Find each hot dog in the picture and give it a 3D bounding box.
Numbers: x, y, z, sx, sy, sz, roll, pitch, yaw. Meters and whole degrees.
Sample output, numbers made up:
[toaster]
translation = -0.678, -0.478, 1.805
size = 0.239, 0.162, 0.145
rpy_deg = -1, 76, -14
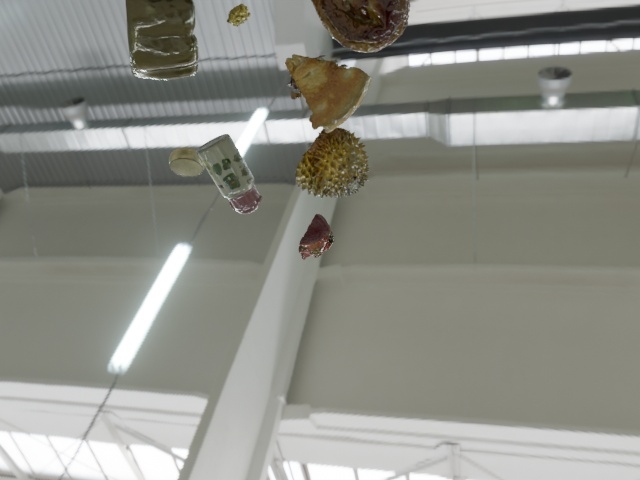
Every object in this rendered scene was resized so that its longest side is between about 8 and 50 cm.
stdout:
[hot dog]
translation = 0.111, -0.704, 1.720
size = 0.267, 0.174, 0.388
rpy_deg = -24, -115, 26

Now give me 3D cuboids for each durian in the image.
[durian]
translation = 0.041, -0.167, 1.542
size = 0.183, 0.250, 0.138
rpy_deg = -45, -104, -4

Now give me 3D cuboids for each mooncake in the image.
[mooncake]
translation = -0.468, -0.664, 1.833
size = 0.200, 0.378, 0.378
rpy_deg = -4, -144, -16

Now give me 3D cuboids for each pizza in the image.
[pizza]
translation = -0.001, -0.319, 1.295
size = 0.194, 0.069, 0.154
rpy_deg = 42, -81, 21

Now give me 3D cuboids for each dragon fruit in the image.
[dragon fruit]
translation = 0.000, 0.000, 1.983
size = 0.096, 0.102, 0.147
rpy_deg = 22, -108, 12

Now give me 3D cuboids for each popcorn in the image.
[popcorn]
translation = -0.269, -0.735, 2.035
size = 0.083, 0.057, 0.082
rpy_deg = -36, -162, 1

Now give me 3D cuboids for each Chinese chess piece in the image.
[Chinese chess piece]
translation = -0.452, -0.265, 2.111
size = 0.122, 0.122, 0.051
rpy_deg = -4, -117, 11

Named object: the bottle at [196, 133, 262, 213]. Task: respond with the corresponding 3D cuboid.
[bottle]
translation = -0.277, -0.199, 1.952
size = 0.120, 0.253, 0.120
rpy_deg = -24, -159, 10
